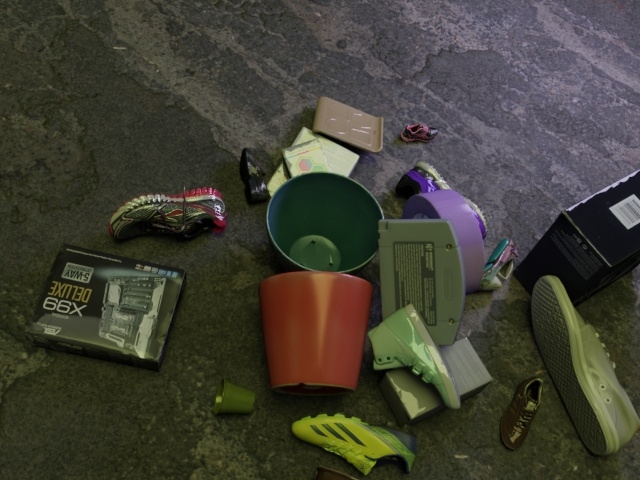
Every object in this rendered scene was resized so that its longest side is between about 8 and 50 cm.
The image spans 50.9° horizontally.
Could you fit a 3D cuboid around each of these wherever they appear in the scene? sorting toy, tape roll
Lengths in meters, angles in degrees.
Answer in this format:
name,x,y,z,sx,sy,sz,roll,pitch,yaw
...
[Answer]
name,x,y,z,sx,sy,sz,roll,pitch,yaw
sorting toy,0.082,-0.337,1.982,0.208,0.038,0.193,17,40,-8
tape roll,0.303,0.012,1.703,0.090,0.275,0.275,-12,62,-18

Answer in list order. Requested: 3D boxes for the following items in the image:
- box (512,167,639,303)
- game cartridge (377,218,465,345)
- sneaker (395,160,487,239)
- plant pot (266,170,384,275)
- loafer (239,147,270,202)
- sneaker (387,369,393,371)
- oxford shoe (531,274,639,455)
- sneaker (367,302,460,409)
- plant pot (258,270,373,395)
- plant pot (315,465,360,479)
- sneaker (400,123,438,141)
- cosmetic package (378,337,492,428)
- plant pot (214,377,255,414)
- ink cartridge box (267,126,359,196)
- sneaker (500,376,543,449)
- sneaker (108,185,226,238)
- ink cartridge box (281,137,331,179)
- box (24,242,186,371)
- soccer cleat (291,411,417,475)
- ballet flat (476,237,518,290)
name,x,y,z,sx,sy,sz,roll,pitch,yaw
box,0.736,0.007,1.763,0.343,0.312,0.179,-26,68,-22
game cartridge,0.238,0.097,1.572,0.198,0.062,0.297,0,100,17
sneaker,0.323,-0.081,1.873,0.146,0.102,0.293,-35,66,-22
plant pot,0.000,0.000,1.701,0.290,0.195,0.290,4,59,-7
loafer,-0.183,-0.181,1.861,0.061,0.062,0.170,-2,67,-26
sneaker,0.192,0.231,1.686,0.082,0.069,0.209,6,62,36
oxford shoe,0.650,0.296,1.664,0.130,0.169,0.450,-13,70,-14
sneaker,0.208,0.289,1.533,0.151,0.094,0.256,-30,79,10
plant pot,-0.014,0.222,1.542,0.274,0.275,0.243,5,69,-8
plant pot,0.040,0.582,1.392,0.166,0.167,0.165,23,65,4
sneaker,0.305,-0.331,2.035,0.119,0.057,0.047,-7,59,-16
cosmetic package,0.272,0.340,1.606,0.237,0.107,0.127,-19,64,-17
plant pot,-0.192,0.361,1.528,0.079,0.083,0.083,14,57,-16
ink cartridge box,-0.025,-0.182,1.903,0.189,0.066,0.232,29,80,7
sneaker,0.487,0.409,1.620,0.066,0.071,0.188,26,58,5
sneaker,-0.385,-0.055,1.710,0.299,0.121,0.112,-13,65,-18
ink cartridge box,-0.023,-0.163,1.838,0.108,0.062,0.209,-19,76,-6
box,-0.497,0.157,1.588,0.307,0.076,0.243,13,59,-3
soccer cleat,0.076,0.458,1.506,0.289,0.093,0.121,9,65,-4
ballet flat,0.469,0.084,1.816,0.221,0.077,0.079,-42,93,-28
